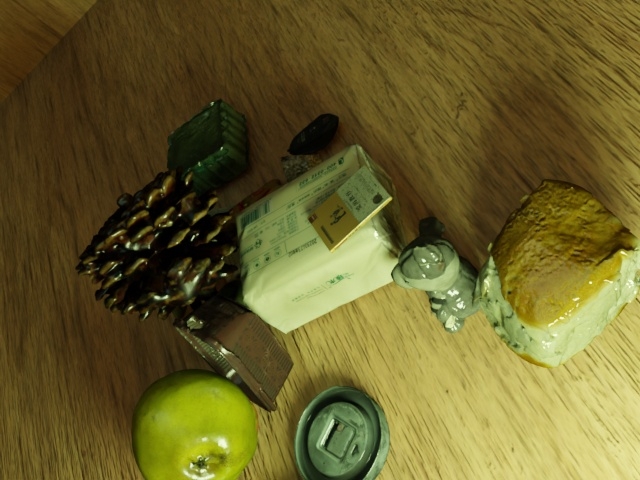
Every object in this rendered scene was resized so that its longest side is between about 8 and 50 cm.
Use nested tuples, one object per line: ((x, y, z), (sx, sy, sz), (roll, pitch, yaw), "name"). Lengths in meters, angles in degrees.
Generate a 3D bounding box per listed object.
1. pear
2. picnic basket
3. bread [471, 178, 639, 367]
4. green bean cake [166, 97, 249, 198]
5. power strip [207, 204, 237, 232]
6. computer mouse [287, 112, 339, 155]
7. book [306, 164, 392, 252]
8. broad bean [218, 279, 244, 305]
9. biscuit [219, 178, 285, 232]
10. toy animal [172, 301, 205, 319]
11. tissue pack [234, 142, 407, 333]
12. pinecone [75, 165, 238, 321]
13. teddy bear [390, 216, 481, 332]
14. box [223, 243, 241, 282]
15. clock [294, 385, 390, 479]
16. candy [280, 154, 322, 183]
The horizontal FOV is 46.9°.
((-0.302, 0.424, 1.689), (0.287, 0.287, 0.375), (-57, 32, -2), "pear")
((-0.186, 0.249, 1.694), (0.222, 0.297, 0.129), (19, 60, 43), "picnic basket")
((0.414, 0.066, 1.332), (0.279, 0.225, 0.250), (-41, 53, 1), "bread")
((-0.339, -0.264, 2.192), (0.255, 0.132, 0.241), (-32, 49, 23), "green bean cake")
((-0.306, -0.049, 2.116), (0.227, 0.029, 0.080), (-8, 64, 35), "power strip")
((-0.013, -0.277, 1.985), (0.172, 0.057, 0.099), (-32, 37, 22), "computer mouse")
((0.059, -0.068, 1.556), (0.172, 0.012, 0.118), (-43, 49, 9), "book")
((-0.234, 0.202, 1.887), (0.153, 0.072, 0.207), (8, 72, 47), "broad bean")
((-0.193, -0.086, 1.969), (0.238, 0.041, 0.212), (-27, 25, 19), "biscuit")
((-0.405, 0.062, 2.053), (0.363, 0.180, 0.181), (45, 125, 3), "toy animal")
((0.000, 0.000, 1.716), (0.380, 0.207, 0.297), (-27, 50, 24), "tissue pack")
((-0.377, 0.032, 1.783), (0.397, 0.398, 0.398), (-19, 56, 30), "pinecone")
((0.227, 0.052, 1.502), (0.144, 0.251, 0.171), (-21, 40, 27), "teddy bear")
((-0.196, 0.041, 1.968), (0.154, 0.040, 0.084), (-41, 46, 16), "box")
((0.045, 0.422, 1.557), (0.226, 0.049, 0.226), (-18, 57, 30), "clock")
((-0.049, -0.191, 1.942), (0.110, 0.095, 0.085), (-11, 101, 23), "candy")
